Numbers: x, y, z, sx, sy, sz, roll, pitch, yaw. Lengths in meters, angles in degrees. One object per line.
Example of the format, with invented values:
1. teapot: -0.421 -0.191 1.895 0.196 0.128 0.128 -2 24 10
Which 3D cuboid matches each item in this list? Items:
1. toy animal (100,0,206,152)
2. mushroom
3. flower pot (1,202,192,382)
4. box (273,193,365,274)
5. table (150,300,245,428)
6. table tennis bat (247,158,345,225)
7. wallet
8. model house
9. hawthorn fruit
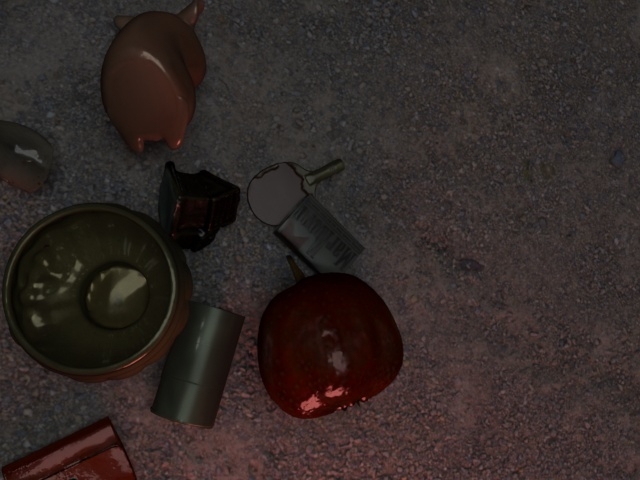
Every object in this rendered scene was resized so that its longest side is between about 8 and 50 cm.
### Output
1. toy animal: -0.311 -0.327 1.164 0.195 0.256 0.213 -8 128 8
2. mushroom: -0.609 -0.179 1.113 0.225 0.093 0.116 28 97 -17
3. flower pot: -0.375 0.097 1.056 0.307 0.244 0.308 1 79 -4
4. box: 0.000 0.000 1.298 0.177 0.036 0.115 44 77 -13
5. table: -0.236 0.237 1.159 0.126 0.126 0.220 19 79 -14
6. table tennis bat: -0.050 -0.121 1.313 0.234 0.022 0.131 -29 93 -16
7. wallet: -0.463 0.438 1.110 0.204 0.045 0.142 -23 91 -17
8. model house: -0.245 -0.059 1.216 0.152 0.106 0.165 2 119 -28
9. hawthorn fruit: -0.001 0.175 1.183 0.287 0.287 0.330 -18 74 -18
